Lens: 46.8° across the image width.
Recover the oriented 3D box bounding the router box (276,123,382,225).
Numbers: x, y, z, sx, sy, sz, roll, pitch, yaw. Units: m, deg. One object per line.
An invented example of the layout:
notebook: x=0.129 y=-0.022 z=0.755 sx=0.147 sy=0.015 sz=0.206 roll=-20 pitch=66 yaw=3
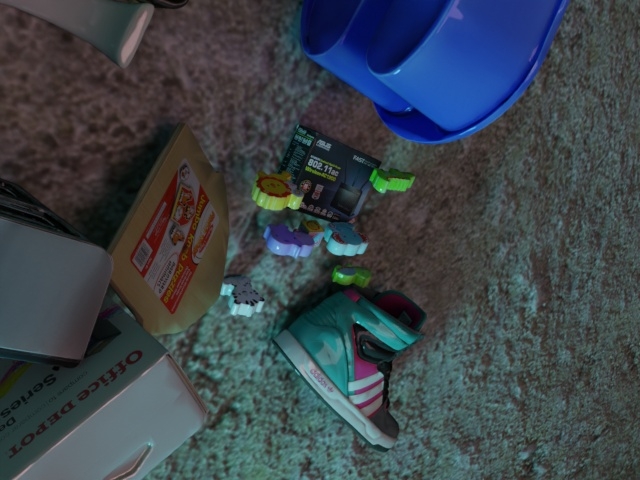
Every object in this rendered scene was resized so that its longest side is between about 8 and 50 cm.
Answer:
router box: x=0.007 y=-0.073 z=0.871 sx=0.122 sy=0.038 sz=0.092 roll=16 pitch=101 yaw=-46

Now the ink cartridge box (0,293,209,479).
ink cartridge box: x=-0.221 y=0.125 z=0.639 sx=0.154 sy=0.212 sz=0.093 roll=-39 pitch=133 yaw=-20

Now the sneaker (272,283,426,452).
sneaker: x=0.076 y=0.159 z=1.007 sx=0.178 sy=0.124 sz=0.295 roll=-42 pitch=134 yaw=-5

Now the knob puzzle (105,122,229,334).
knob puzzle: x=-0.146 y=0.007 z=0.746 sx=0.213 sy=0.029 sz=0.213 roll=9 pitch=90 yaw=-69

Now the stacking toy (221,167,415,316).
stacking toy: x=0.000 y=0.000 z=0.848 sx=0.221 sy=0.052 sz=0.167 roll=-5 pitch=132 yaw=-35

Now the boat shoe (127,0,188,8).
boat shoe: x=-0.177 y=-0.267 z=0.571 sx=0.080 sy=0.073 sz=0.223 roll=-53 pitch=137 yaw=-8

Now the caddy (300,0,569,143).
caddy: x=0.134 y=-0.270 z=0.742 sx=0.179 sy=0.241 sz=0.341 roll=17 pitch=100 yaw=-40

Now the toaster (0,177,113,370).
toaster: x=-0.276 y=0.010 z=0.564 sx=0.185 sy=0.168 sz=0.110 roll=22 pitch=93 yaw=-48

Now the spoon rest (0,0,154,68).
spoon rest: x=-0.262 y=-0.214 z=0.534 sx=0.276 sy=0.084 sz=0.137 roll=26 pitch=92 yaw=-34
